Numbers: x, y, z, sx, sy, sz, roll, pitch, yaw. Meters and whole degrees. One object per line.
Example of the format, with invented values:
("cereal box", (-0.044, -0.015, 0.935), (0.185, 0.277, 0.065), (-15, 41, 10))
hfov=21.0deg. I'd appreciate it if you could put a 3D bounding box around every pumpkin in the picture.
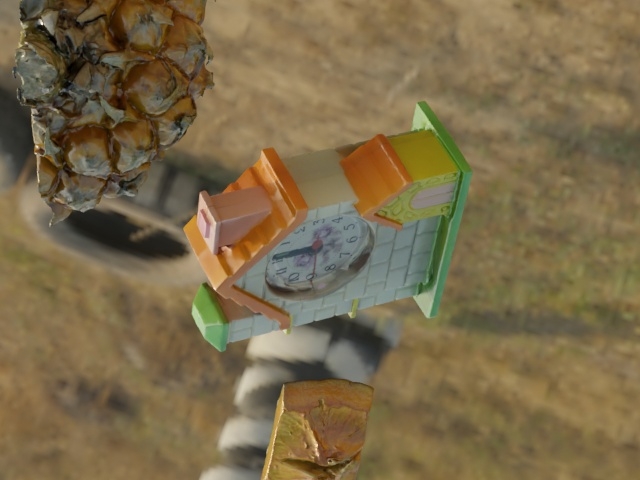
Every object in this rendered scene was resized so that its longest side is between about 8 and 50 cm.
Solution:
("pumpkin", (-0.004, 0.149, 1.275), (0.073, 0.035, 0.101), (9, 117, 1))

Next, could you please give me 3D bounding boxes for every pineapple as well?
("pineapple", (-0.149, -0.146, 1.256), (0.140, 0.249, 0.164), (0, 171, 2))

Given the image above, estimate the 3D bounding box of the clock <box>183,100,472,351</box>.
("clock", (0.000, 0.000, 1.714), (0.255, 0.106, 0.219), (-14, 140, -21))
